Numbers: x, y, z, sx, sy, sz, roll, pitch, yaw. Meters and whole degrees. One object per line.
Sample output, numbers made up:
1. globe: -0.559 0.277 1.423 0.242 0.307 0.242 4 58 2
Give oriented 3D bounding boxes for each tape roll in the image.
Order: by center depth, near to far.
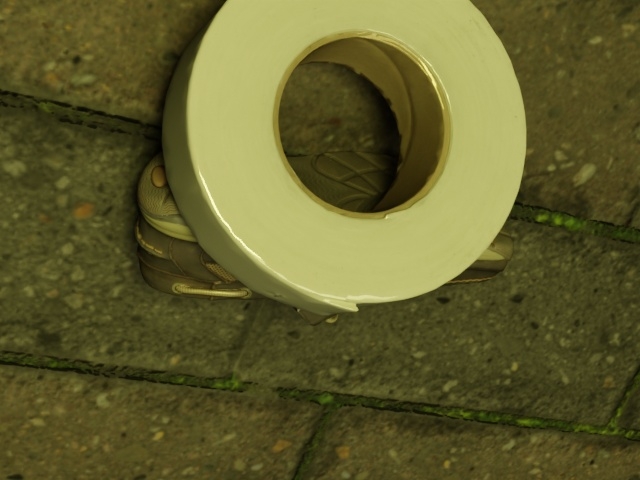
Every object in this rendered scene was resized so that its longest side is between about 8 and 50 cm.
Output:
1. tape roll: 0.019 -0.085 1.042 0.286 0.100 0.286 2 84 -19

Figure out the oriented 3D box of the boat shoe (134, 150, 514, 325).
1. boat shoe: 0.000 0.000 1.174 0.355 0.132 0.130 7 128 -18
